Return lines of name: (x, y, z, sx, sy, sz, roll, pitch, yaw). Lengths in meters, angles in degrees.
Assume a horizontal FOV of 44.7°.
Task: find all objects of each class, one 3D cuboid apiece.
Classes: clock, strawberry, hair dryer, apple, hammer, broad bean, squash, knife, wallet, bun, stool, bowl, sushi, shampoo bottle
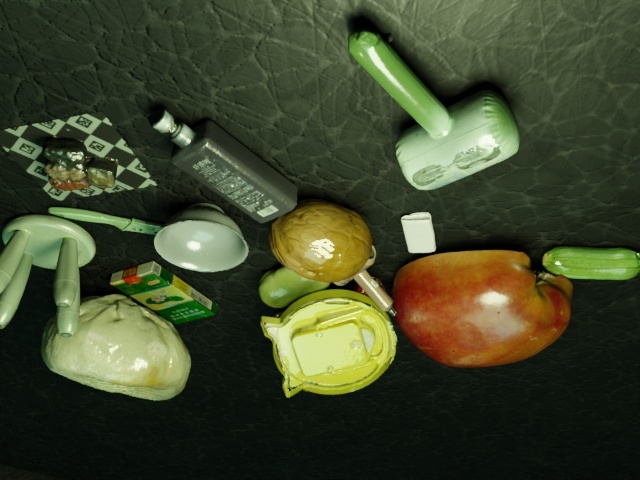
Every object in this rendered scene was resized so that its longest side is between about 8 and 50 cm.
clock: (0.026, 0.227, 1.771, 0.294, 0.071, 0.277, -7, 121, 3)
strawberry: (0.109, 0.125, 1.777, 0.083, 0.083, 0.096, 18, 144, -22)
hair dryer: (0.106, 0.090, 1.674, 0.181, 0.064, 0.117, 48, 134, -4)
apple: (0.354, 0.138, 1.699, 0.329, 0.295, 0.365, -22, 179, -38)
hammer: (0.156, -0.220, 1.228, 0.206, 0.119, 0.335, -24, 132, 34)
broad bean: (-0.060, 0.101, 1.747, 0.174, 0.082, 0.124, -15, 141, 28)
squash: (0.576, 0.048, 1.635, 0.219, 0.068, 0.077, 0, 142, 4)
knife: (-0.414, -0.036, 1.617, 0.293, 0.019, 0.043, 9, 144, -12)
wallet: (0.203, -0.015, 1.604, 0.061, 0.025, 0.122, -7, 146, 10)
bun: (-0.476, 0.248, 1.851, 0.365, 0.219, 0.365, 13, 163, 4)
stool: (-0.587, 0.076, 1.639, 0.195, 0.198, 0.195, 8, 148, -11)
bowl: (-0.237, -0.020, 1.569, 0.189, 0.086, 0.189, 0, 147, 0)
sushi: (-0.457, -0.132, 1.445, 0.231, 0.047, 0.219, -7, 146, 15)
shampoo bottle: (-0.176, -0.136, 1.398, 0.098, 0.071, 0.309, -22, 140, 34)

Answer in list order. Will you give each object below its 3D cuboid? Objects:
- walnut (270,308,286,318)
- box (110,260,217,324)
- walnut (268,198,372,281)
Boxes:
walnut: (0.007, 0.228, 1.892, 0.238, 0.141, 0.204, -20, 145, 35)
box: (-0.369, 0.128, 1.851, 0.132, 0.034, 0.235, -15, 143, 27)
walnut: (0.000, 0.000, 1.519, 0.207, 0.167, 0.167, 15, 145, -20)
